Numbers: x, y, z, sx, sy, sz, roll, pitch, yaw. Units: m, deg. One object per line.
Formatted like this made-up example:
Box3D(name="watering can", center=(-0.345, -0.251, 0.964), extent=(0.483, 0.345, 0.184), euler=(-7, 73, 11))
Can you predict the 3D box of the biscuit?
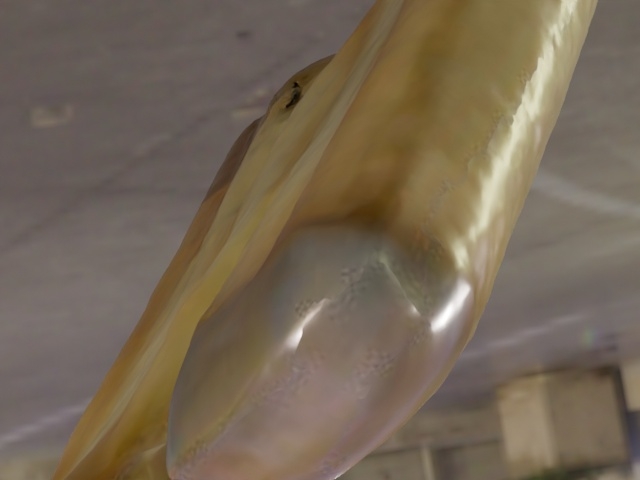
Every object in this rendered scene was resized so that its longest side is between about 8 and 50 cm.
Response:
Box3D(name="biscuit", center=(0.000, 0.000, 0.597), extent=(0.062, 0.290, 0.237), euler=(34, 130, -9))
